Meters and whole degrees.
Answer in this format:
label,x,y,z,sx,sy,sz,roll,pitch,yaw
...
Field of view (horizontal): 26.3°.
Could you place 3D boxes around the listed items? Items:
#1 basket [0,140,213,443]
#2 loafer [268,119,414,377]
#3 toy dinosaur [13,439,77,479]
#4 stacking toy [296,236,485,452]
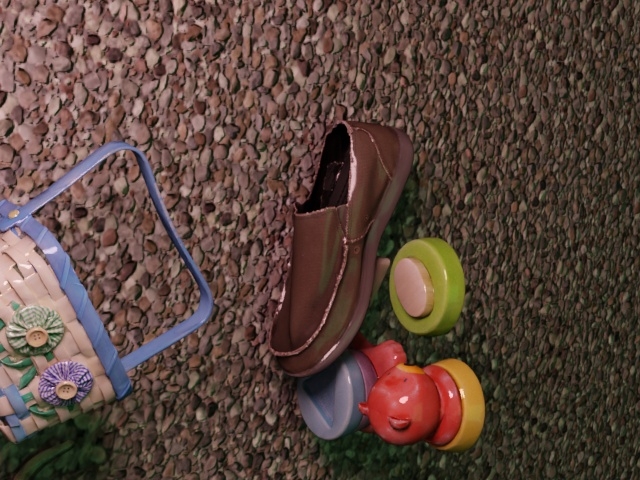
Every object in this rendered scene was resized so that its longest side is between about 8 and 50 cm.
label,x,y,z,sx,sy,sz,roll,pitch,yaw
basket,-0.269,0.064,1.473,0.289,0.201,0.254,-39,126,-21
loafer,0.000,0.000,1.817,0.130,0.134,0.365,27,76,-36
toy dinosaur,-0.377,0.330,1.544,0.118,0.064,0.268,41,66,-48
stacking toy,0.066,0.139,1.806,0.130,0.309,0.279,-1,87,-34
